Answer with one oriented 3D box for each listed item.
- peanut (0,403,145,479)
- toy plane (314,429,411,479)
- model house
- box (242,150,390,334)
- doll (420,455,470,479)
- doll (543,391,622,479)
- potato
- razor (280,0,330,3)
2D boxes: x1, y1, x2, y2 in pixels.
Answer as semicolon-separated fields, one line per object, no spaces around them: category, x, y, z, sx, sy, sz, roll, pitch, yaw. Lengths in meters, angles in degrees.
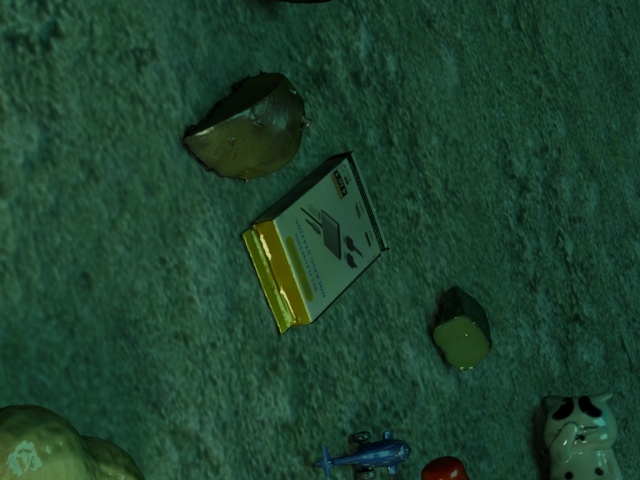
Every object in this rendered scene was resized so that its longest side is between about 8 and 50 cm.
peanut;-0.210;0.203;1.318;0.228;0.086;0.104;37;58;-51
toy plane;0.051;0.238;1.775;0.167;0.062;0.054;0;80;-49
model house;0.181;0.110;2.055;0.079;0.066;0.083;50;21;-22
box;0.000;0.000;1.799;0.247;0.033;0.129;-44;118;-56
doll;0.176;0.420;1.863;0.200;0.105;0.336;-35;108;-36
doll;0.362;0.300;2.229;0.107;0.110;0.180;36;50;-75
potato;-0.058;-0.113;1.685;0.172;0.089;0.100;-47;122;-57
razor;-0.044;-0.438;1.804;0.204;0.113;0.349;32;55;-50
